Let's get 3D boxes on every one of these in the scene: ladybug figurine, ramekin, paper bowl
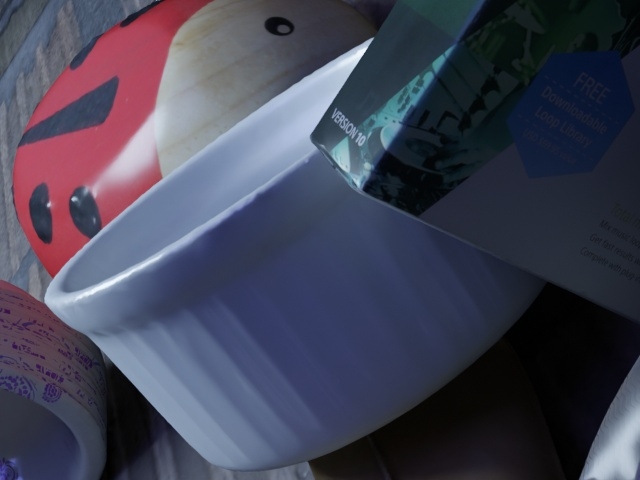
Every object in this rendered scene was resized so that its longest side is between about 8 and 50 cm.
[{"bbox_3d":[-0.129,-0.072,0.908,0.449,0.162,0.305,-15,58,50],"label":"ladybug figurine"},{"bbox_3d":[0.000,0.000,0.610,0.277,0.135,0.277,-33,14,9],"label":"ramekin"},{"bbox_3d":[-0.328,0.134,0.946,0.284,0.284,0.148,-42,39,32],"label":"paper bowl"}]

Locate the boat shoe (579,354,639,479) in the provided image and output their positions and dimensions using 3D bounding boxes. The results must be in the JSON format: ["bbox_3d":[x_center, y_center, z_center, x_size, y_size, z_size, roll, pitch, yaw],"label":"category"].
[{"bbox_3d":[0.215,0.007,0.403,0.355,0.130,0.132,-66,29,10],"label":"boat shoe"}]

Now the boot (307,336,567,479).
[{"bbox_3d":[0.030,0.182,0.525,0.236,0.089,0.269,-27,34,3],"label":"boot"}]

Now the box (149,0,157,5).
[{"bbox_3d":[-0.169,-0.206,1.152,0.083,0.052,0.062,-39,43,34],"label":"box"}]

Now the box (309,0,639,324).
[{"bbox_3d":[0.173,-0.122,0.446,0.322,0.232,0.058,-58,38,13],"label":"box"}]
